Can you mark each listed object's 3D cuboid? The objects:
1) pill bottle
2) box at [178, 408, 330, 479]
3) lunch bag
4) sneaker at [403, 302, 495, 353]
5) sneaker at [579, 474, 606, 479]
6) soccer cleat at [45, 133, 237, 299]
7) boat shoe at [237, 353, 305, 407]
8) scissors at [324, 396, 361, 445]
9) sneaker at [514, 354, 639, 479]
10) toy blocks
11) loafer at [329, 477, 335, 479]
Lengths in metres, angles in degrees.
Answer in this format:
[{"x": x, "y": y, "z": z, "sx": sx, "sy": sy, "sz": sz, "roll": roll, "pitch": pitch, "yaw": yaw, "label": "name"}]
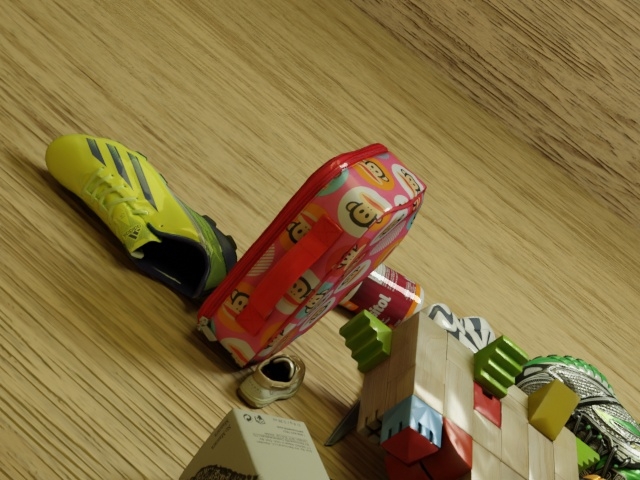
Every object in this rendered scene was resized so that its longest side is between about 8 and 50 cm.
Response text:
[{"x": 0.071, "y": 0.071, "z": 1.583, "sx": 0.152, "sy": 0.086, "sz": 0.086, "roll": 30, "pitch": 23, "yaw": -15, "label": "pill bottle"}, {"x": -0.033, "y": 0.290, "z": 0.961, "sx": 0.094, "sy": 0.113, "sz": 0.275, "roll": 19, "pitch": 27, "yaw": -36, "label": "box"}, {"x": -0.013, "y": 0.023, "z": 1.282, "sx": 0.120, "sy": 0.293, "sz": 0.258, "roll": 44, "pitch": 22, "yaw": 7, "label": "lunch bag"}, {"x": 0.215, "y": 0.189, "z": 1.574, "sx": 0.235, "sy": 0.094, "sz": 0.153, "roll": 36, "pitch": 30, "yaw": -60, "label": "sneaker"}, {"x": 0.374, "y": 0.402, "z": 1.403, "sx": 0.083, "sy": 0.084, "sz": 0.215, "roll": 6, "pitch": 32, "yaw": -30, "label": "sneaker"}, {"x": -0.231, "y": -0.033, "z": 1.335, "sx": 0.289, "sy": 0.093, "sz": 0.121, "roll": 37, "pitch": 29, "yaw": 2, "label": "soccer cleat"}, {"x": -0.048, "y": 0.161, "z": 1.280, "sx": 0.050, "sy": 0.045, "sz": 0.135, "roll": 41, "pitch": 22, "yaw": 10, "label": "boat shoe"}, {"x": 0.062, "y": 0.200, "z": 1.398, "sx": 0.297, "sy": 0.021, "sz": 0.109, "roll": -7, "pitch": 53, "yaw": -54, "label": "scissors"}, {"x": 0.418, "y": 0.296, "z": 1.590, "sx": 0.343, "sy": 0.134, "sz": 0.146, "roll": 34, "pitch": 23, "yaw": -7, "label": "sneaker"}, {"x": 0.179, "y": 0.271, "z": 1.265, "sx": 0.381, "sy": 0.190, "sz": 0.261, "roll": 39, "pitch": 33, "yaw": -18, "label": "toy blocks"}, {"x": 0.060, "y": 0.299, "z": 1.119, "sx": 0.220, "sy": 0.080, "sz": 0.078, "roll": 33, "pitch": 23, "yaw": -9, "label": "loafer"}]
